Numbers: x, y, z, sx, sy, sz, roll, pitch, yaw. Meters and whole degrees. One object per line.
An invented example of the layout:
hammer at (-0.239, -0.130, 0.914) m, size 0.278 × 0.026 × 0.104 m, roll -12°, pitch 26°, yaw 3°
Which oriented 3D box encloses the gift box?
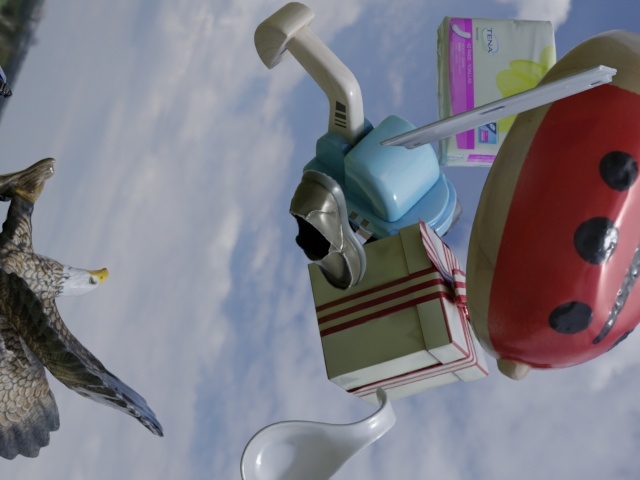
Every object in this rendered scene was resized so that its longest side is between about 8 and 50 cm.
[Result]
gift box at (0.143, 0.110, 1.741) m, size 0.258 × 0.255 × 0.276 m, roll -18°, pitch -112°, yaw 17°

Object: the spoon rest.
spoon rest at (0.002, 0.320, 1.588) m, size 0.137 × 0.276 × 0.084 m, roll 68°, pitch -18°, yaw -11°

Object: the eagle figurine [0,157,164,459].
eagle figurine at (-0.292, 0.076, 0.993) m, size 0.226 × 0.225 × 0.298 m, roll 162°, pitch -83°, yaw -73°

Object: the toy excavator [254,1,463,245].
toy excavator at (0.071, -0.191, 1.902) m, size 0.222 × 0.433 × 0.445 m, roll -43°, pitch 155°, yaw -27°

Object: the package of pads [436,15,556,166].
package of pads at (0.346, -0.289, 1.966) m, size 0.101 × 0.229 × 0.297 m, roll 112°, pitch -21°, yaw -76°

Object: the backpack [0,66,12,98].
backpack at (-0.386, -0.172, 1.015) m, size 0.114 × 0.105 × 0.084 m, roll -28°, pitch -160°, yaw -9°

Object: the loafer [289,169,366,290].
loafer at (0.000, 0.000, 1.557) m, size 0.094 × 0.251 × 0.087 m, roll 21°, pitch -121°, yaw 33°

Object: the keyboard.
keyboard at (0.189, -0.142, 1.091) m, size 0.256 × 0.072 × 0.014 m, roll -17°, pitch -100°, yaw 29°

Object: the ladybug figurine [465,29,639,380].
ladybug figurine at (0.335, -0.032, 1.212) m, size 0.162 × 0.305 × 0.449 m, roll 24°, pitch -87°, yaw 51°
